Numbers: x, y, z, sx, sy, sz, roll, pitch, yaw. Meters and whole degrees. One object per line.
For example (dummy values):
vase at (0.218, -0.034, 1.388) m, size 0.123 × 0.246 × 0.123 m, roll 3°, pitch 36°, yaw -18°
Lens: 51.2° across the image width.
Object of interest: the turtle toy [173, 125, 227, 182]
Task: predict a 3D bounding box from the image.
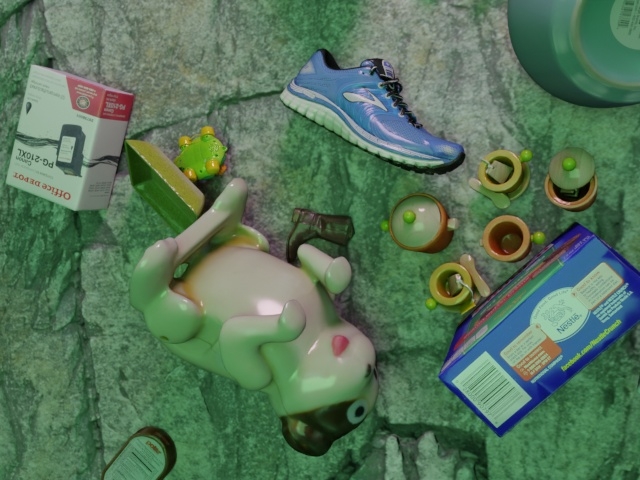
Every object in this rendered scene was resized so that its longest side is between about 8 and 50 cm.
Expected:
turtle toy at (-0.223, -0.143, 1.224) m, size 0.130 × 0.066 × 0.095 m, roll -20°, pitch 67°, yaw 20°

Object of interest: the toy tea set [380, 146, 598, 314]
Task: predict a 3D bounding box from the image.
toy tea set at (0.256, -0.044, 1.034) m, size 0.336 × 0.124 × 0.200 m, roll -40°, pitch 62°, yaw 15°

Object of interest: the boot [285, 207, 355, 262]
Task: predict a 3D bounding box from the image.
boot at (0.000, 0.000, 1.192) m, size 0.114 × 0.037 × 0.106 m, roll 12°, pitch 101°, yaw 11°

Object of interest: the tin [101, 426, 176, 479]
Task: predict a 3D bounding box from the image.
tin at (-0.368, 0.461, 1.350) m, size 0.106 × 0.040 × 0.189 m, roll 41°, pitch 105°, yaw 5°

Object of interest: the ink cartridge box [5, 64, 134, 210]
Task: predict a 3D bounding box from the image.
ink cartridge box at (-0.479, -0.192, 1.279) m, size 0.172 × 0.100 × 0.237 m, roll 20°, pitch 101°, yaw 14°

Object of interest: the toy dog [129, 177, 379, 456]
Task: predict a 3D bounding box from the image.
toy dog at (-0.090, 0.169, 1.109) m, size 0.408 × 0.284 × 0.395 m, roll 35°, pitch 126°, yaw 9°

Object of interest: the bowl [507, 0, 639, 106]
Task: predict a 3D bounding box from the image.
bowl at (0.421, -0.311, 0.912) m, size 0.312 × 0.163 × 0.311 m, roll 5°, pitch 118°, yaw 9°

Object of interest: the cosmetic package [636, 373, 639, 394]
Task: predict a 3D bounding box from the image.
cosmetic package at (0.645, 0.065, 0.872) m, size 0.230 × 0.161 × 0.453 m, roll 33°, pitch 110°, yaw 22°

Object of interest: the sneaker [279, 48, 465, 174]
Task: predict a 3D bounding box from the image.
sneaker at (0.092, -0.216, 1.082) m, size 0.330 × 0.130 × 0.147 m, roll 32°, pitch 101°, yaw 19°

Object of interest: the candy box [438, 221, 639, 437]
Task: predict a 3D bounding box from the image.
candy box at (0.317, 0.107, 0.958) m, size 0.122 × 0.317 × 0.268 m, roll 46°, pitch 105°, yaw 9°

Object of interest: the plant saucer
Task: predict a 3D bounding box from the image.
plant saucer at (-0.271, -0.086, 1.211) m, size 0.188 × 0.188 × 0.045 m, roll 46°, pitch 67°, yaw 8°
